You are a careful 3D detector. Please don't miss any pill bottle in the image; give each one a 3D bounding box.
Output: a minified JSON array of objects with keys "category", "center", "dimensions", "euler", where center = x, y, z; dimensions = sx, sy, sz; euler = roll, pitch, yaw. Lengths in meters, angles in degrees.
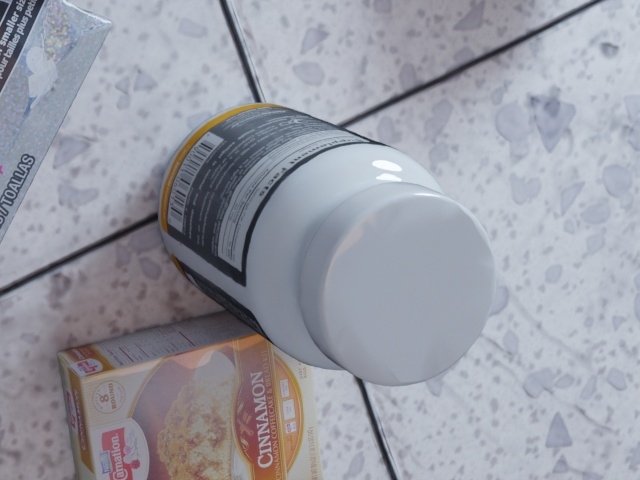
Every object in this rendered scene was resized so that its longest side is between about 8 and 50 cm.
[{"category":"pill bottle","center":[0.000,0.000,1.170],"dimensions":[0.162,0.278,0.162],"euler":[-7,107,-25]}]

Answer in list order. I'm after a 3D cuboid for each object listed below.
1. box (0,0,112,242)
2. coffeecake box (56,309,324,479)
[{"category":"box","center":[-0.274,-0.077,1.081],"dimensions":[0.142,0.163,0.247],"euler":[26,90,-31]},{"category":"coffeecake box","center":[-0.100,0.140,1.278],"dimensions":[0.185,0.068,0.142],"euler":[-13,110,-22]}]
